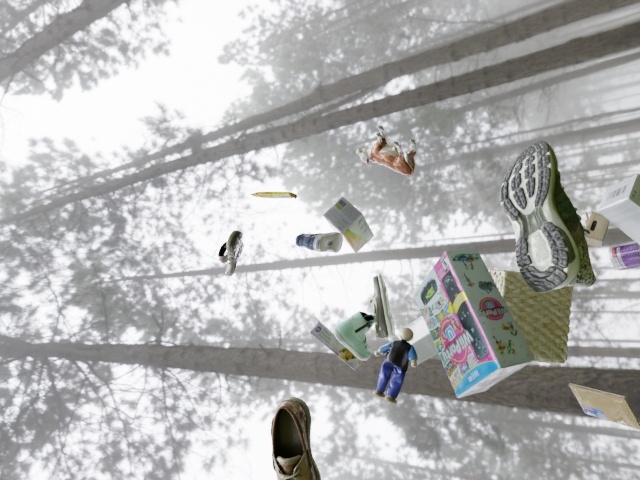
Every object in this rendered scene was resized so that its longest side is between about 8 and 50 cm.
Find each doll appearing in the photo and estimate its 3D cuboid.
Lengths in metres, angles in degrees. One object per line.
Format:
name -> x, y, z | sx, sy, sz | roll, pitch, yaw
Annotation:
doll -> 0.191, 0.311, 1.120 | 0.046, 0.129, 0.188 | 34, -106, -41

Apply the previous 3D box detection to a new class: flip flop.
flip flop -> -0.330, 0.041, 1.574 | 0.277, 0.080, 0.112 | 111, 176, -63

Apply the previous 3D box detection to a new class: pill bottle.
pill bottle -> 1.239, 0.048, 1.683 | 0.108, 0.194, 0.108 | 11, -110, -33

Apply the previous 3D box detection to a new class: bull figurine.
bull figurine -> 0.307, -0.408, 2.017 | 0.101, 0.310, 0.188 | -42, -34, -31

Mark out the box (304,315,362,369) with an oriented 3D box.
box -> 0.064, 0.450, 1.900 | 0.063, 0.067, 0.324 | -47, -63, -4

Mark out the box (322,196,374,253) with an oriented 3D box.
box -> 0.108, -0.053, 1.616 | 0.103, 0.114, 0.203 | -44, -29, -2

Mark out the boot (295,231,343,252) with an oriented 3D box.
boot -> 0.000, 0.000, 1.344 | 0.190, 0.086, 0.069 | 5, -85, -65

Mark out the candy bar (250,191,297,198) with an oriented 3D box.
candy bar -> -0.141, -0.138, 1.331 | 0.040, 0.162, 0.018 | 20, -102, -57

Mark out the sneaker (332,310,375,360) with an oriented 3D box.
sneaker -> 0.170, 0.361, 1.658 | 0.256, 0.151, 0.094 | 46, -171, -43

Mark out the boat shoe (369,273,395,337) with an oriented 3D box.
boat shoe -> 0.280, 0.312, 2.071 | 0.109, 0.091, 0.304 | 3, -104, -69

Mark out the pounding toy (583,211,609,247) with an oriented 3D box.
pounding toy -> 1.115, -0.058, 1.784 | 0.130, 0.100, 0.141 | 28, -96, -57

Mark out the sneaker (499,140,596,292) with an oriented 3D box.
sneaker -> 0.571, -0.054, 1.076 | 0.182, 0.158, 0.410 | 16, -117, -24

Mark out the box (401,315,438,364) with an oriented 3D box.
box -> 0.395, 0.354, 1.619 | 0.091, 0.170, 0.130 | 46, -158, -14

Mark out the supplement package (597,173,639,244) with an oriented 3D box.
supplement package -> 0.917, -0.084, 1.249 | 0.179, 0.105, 0.105 | 38, -114, -3

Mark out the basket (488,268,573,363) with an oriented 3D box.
basket -> 0.715, 0.276, 1.647 | 0.332, 0.266, 0.328 | 11, -97, -15

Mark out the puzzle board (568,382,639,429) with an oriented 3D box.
puzzle board -> 0.648, 0.375, 0.996 | 0.011, 0.128, 0.096 | -39, -77, -22

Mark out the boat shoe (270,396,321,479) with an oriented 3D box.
boat shoe -> -0.076, 0.582, 1.136 | 0.116, 0.123, 0.324 | 45, -149, -69

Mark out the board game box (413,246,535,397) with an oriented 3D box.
board game box -> 0.365, 0.204, 1.093 | 0.224, 0.098, 0.303 | 107, 151, -53
